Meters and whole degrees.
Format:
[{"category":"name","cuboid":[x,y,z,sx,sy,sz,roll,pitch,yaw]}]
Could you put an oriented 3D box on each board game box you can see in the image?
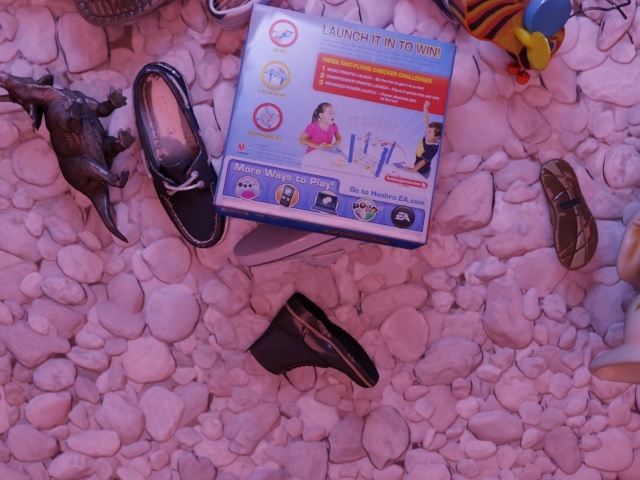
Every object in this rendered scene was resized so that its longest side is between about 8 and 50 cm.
[{"category":"board game box","cuboid":[0.022,-0.162,1.171,0.309,0.086,0.301,11,82,-5]}]

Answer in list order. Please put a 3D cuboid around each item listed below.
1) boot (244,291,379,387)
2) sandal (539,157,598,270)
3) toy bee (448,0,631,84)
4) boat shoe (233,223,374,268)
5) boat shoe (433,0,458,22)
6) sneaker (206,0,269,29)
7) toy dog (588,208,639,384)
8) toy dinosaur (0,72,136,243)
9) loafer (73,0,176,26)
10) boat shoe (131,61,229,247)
[{"category":"boot","cuboid":[-0.014,0.199,1.320,0.198,0.077,0.137,45,103,5]},{"category":"sandal","cuboid":[0.392,-0.042,1.277,0.072,0.049,0.180,-16,87,-2]},{"category":"toy bee","cuboid":[0.300,-0.301,1.162,0.299,0.195,0.162,14,127,-14]},{"category":"boat shoe","cuboid":[0.000,0.000,1.262,0.268,0.096,0.088,-21,119,-3]},{"category":"boat shoe","cuboid":[0.153,-0.395,1.195,0.083,0.065,0.183,-15,125,38]},{"category":"sneaker","cuboid":[-0.065,-0.411,1.170,0.094,0.091,0.258,41,99,-8]},{"category":"toy dog","cuboid":[0.565,-0.001,1.133,0.285,0.395,0.407,9,69,11]},{"category":"toy dinosaur","cuboid":[-0.361,-0.146,1.222,0.160,0.121,0.313,-4,122,45]},{"category":"loafer","cuboid":[-0.233,-0.394,1.173,0.269,0.092,0.101,-24,98,8]},{"category":"boat shoe","cuboid":[-0.222,-0.122,1.232,0.114,0.091,0.302,-19,101,4]}]
